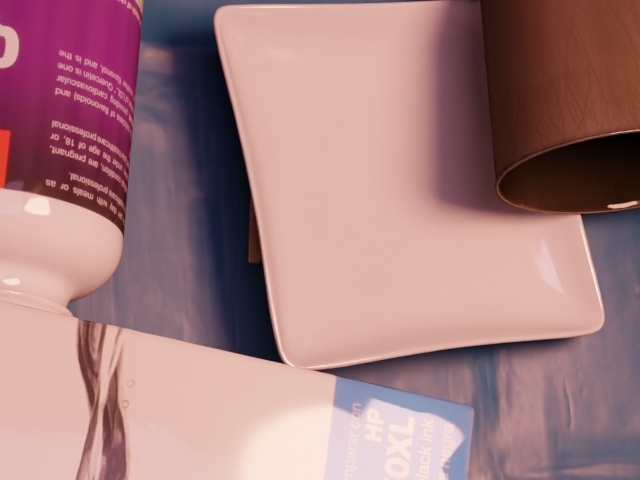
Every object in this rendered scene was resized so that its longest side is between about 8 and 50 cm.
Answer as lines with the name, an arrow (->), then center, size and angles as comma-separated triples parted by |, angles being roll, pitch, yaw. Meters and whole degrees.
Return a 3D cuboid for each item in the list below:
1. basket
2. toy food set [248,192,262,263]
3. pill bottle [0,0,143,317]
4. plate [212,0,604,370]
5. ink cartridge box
basket -> 0.198, -0.153, 1.467 | 0.204, 0.154, 0.227 | 1, 67, -34
toy food set -> 0.000, 0.000, 1.468 | 0.122, 0.019, 0.078 | 9, 72, -23
pill bottle -> -0.218, -0.077, 1.330 | 0.181, 0.181, 0.323 | 8, 71, -16
plate -> 0.062, -0.045, 1.472 | 0.278, 0.045, 0.277 | -6, 75, -27
ink cartridge box -> -0.141, 0.167, 1.224 | 0.395, 0.285, 0.166 | 14, 69, -14
